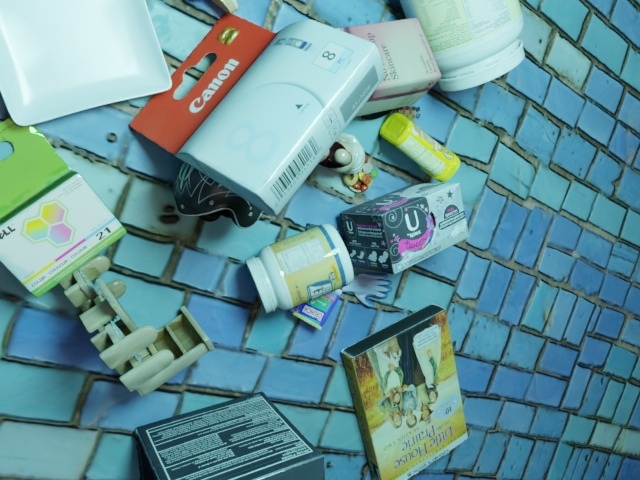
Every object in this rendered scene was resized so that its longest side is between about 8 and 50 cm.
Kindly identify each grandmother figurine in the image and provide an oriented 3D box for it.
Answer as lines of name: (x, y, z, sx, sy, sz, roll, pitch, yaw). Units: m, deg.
grandmother figurine: (-0.022, -0.187, 1.133, 0.342, 0.208, 0.104, 2, 122, -54)

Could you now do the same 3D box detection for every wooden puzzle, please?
wooden puzzle: (0.208, -0.300, 1.347, 0.083, 0.006, 0.049, -5, 103, -29)

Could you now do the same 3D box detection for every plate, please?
plate: (-0.428, -0.363, 0.947, 0.278, 0.045, 0.277, -23, 111, -24)

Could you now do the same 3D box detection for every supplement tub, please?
supplement tub: (-0.045, 0.061, 1.183, 0.200, 0.144, 0.144, -22, 111, -10)
supplement tub: (0.305, -0.522, 1.223, 0.235, 0.235, 0.324, -36, 116, -19)

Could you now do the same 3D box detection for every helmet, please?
helmet: (-0.196, -0.105, 1.065, 0.161, 0.169, 0.169, 39, 79, -47)

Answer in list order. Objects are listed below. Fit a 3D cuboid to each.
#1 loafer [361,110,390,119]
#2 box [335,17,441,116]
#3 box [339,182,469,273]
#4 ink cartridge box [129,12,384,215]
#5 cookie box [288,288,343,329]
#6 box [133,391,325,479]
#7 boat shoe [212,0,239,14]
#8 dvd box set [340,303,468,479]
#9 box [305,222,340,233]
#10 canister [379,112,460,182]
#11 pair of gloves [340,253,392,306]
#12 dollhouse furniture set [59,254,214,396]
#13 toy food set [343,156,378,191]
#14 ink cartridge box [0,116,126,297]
loafer: (0.154, -0.329, 1.287, 0.170, 0.062, 0.061, -27, 90, -26)
box: (0.110, -0.362, 1.178, 0.232, 0.127, 0.148, -17, 82, -24)
box: (0.196, -0.037, 1.286, 0.247, 0.163, 0.142, -23, 106, -30)
ink cartridge box: (-0.134, -0.257, 0.951, 0.308, 0.385, 0.091, -53, 154, -10)
cookie box: (-0.013, 0.139, 1.290, 0.092, 0.040, 0.107, 34, 83, -31)
box: (-0.186, 0.477, 1.113, 0.296, 0.294, 0.182, -9, 104, -27)
boat shoe: (-0.230, -0.477, 1.032, 0.170, 0.063, 0.059, 39, 82, -20)
dvd box set: (0.234, 0.416, 1.476, 0.308, 0.062, 0.420, -21, 110, -24)
box: (0.000, 0.000, 1.282, 0.083, 0.018, 0.067, 12, 95, -31)
canister: (0.231, -0.220, 1.306, 0.170, 0.126, 0.073, 31, 103, -28)
pair of gloves: (0.123, 0.066, 1.364, 0.159, 0.023, 0.198, 7, 96, -30)
dollhouse furniture set: (-0.323, 0.152, 1.024, 0.161, 0.212, 0.242, -34, 141, -18)
toy food set: (0.093, -0.154, 1.302, 0.083, 0.020, 0.082, 35, 82, -30)
ink cartridge box: (-0.492, -0.063, 0.942, 0.189, 0.097, 0.255, -41, 118, -17)
